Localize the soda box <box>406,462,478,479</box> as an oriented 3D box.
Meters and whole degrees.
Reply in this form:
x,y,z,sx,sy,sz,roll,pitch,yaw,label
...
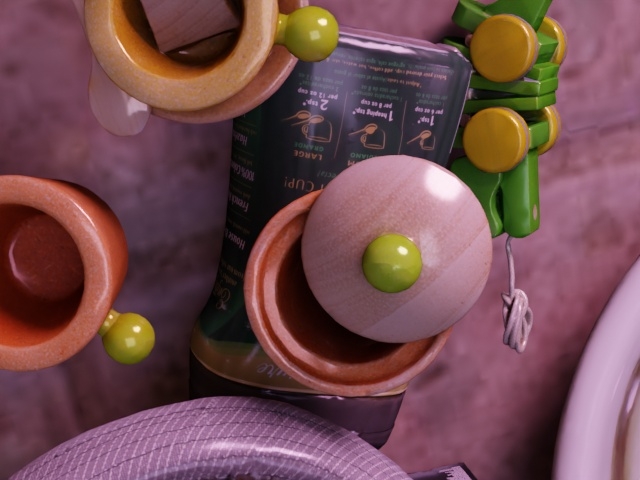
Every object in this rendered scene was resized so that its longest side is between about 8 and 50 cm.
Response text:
x,y,z,sx,sy,sz,roll,pitch,yaw,label
0.000,0.155,0.570,0.168,0.053,0.060,-7,105,-12,soda box

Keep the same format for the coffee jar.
x,y,z,sx,sy,sz,roll,pitch,yaw,label
0.000,0.000,0.518,0.096,0.079,0.184,7,101,-21,coffee jar

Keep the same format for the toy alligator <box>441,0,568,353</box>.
x,y,z,sx,sy,sz,roll,pitch,yaw,label
0.076,-0.043,0.545,0.051,0.056,0.190,10,106,27,toy alligator

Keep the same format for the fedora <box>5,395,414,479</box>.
x,y,z,sx,sy,sz,roll,pitch,yaw,label
-0.053,0.194,0.467,0.243,0.124,0.276,-3,91,-16,fedora

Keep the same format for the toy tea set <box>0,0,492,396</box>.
x,y,z,sx,sy,sz,roll,pitch,yaw,label
-0.108,-0.034,0.414,0.336,0.124,0.200,4,100,6,toy tea set

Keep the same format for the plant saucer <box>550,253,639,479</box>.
x,y,z,sx,sy,sz,roll,pitch,yaw,label
0.306,0.138,0.573,0.400,0.100,0.401,0,80,3,plant saucer
